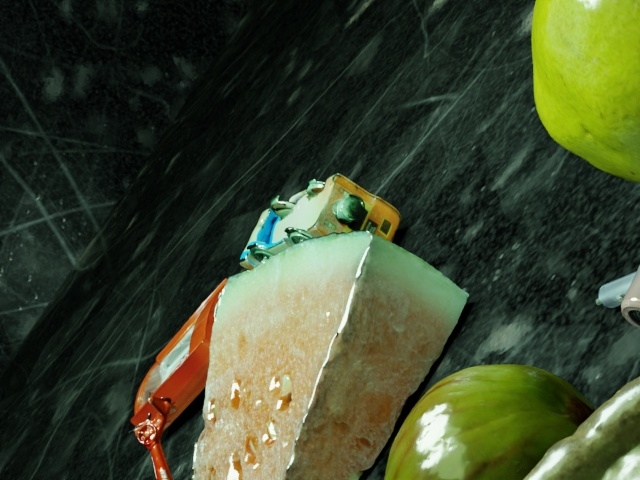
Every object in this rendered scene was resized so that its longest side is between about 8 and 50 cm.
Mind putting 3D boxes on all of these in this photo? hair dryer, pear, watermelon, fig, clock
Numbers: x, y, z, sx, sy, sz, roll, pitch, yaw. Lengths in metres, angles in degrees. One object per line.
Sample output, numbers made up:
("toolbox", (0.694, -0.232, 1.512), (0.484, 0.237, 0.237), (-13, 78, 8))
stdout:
("hair dryer", (0.206, 0.034, 1.144), (0.063, 0.037, 0.114), (-59, 9, -20))
("pear", (0.243, -0.143, 1.107), (0.269, 0.212, 0.212), (-51, 11, 48))
("watermelon", (-0.013, 0.135, 1.396), (0.193, 0.139, 0.257), (-21, 43, 53))
("fig", (0.062, 0.188, 0.984), (0.259, 0.151, 0.151), (-48, 16, 13))
("clock", (-0.132, 0.130, 1.841), (0.155, 0.061, 0.113), (-45, 16, 34))

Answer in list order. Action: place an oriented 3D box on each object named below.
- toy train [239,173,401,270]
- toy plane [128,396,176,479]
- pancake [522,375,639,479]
("toy train", (0.000, 0.000, 1.682), (0.188, 0.099, 0.072), (-23, 35, 58))
("toy plane", (-0.121, 0.226, 1.414), (0.077, 0.194, 0.126), (-25, -3, 14))
("pancake", (0.185, 0.151, 0.777), (0.288, 0.033, 0.286), (12, 60, 53))
